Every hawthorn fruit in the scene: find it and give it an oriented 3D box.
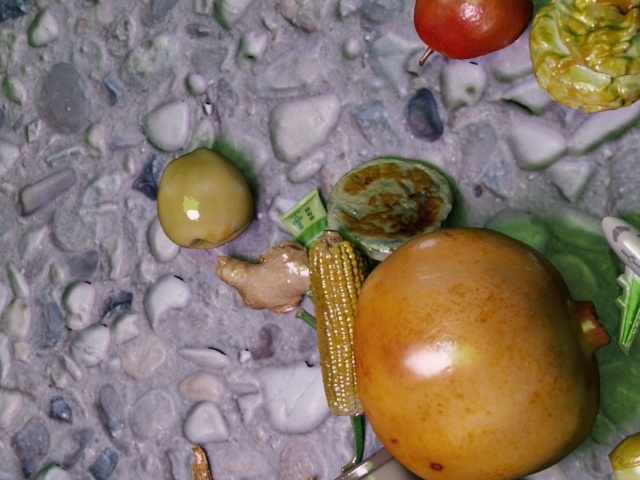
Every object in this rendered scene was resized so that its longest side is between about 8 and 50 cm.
[{"bbox_3d":[0.242,-0.380,1.549,0.225,0.196,0.196,-44,71,30],"label":"hawthorn fruit"}]

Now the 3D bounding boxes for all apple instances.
[{"bbox_3d":[-0.220,-0.073,1.714,0.200,0.200,0.200,-2,85,22],"label":"apple"}]

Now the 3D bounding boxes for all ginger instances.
[{"bbox_3d":[-0.097,0.077,1.700,0.213,0.074,0.137,-13,100,23],"label":"ginger"}]

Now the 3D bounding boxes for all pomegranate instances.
[{"bbox_3d":[0.250,0.176,1.400,0.417,0.417,0.416,-2,85,22],"label":"pomegranate"}]

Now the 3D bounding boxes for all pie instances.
[{"bbox_3d":[0.124,-0.057,1.594,0.241,0.054,0.240,-5,48,5],"label":"pie"}]

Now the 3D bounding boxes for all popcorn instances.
[{"bbox_3d":[0.439,-0.307,1.461,0.204,0.183,0.221,-37,59,3],"label":"popcorn"}]

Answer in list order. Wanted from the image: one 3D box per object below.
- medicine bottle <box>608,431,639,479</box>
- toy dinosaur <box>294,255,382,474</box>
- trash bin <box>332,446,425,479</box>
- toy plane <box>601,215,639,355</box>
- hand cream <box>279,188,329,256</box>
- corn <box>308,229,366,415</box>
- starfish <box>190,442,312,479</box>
[{"bbox_3d":[0.534,0.412,1.399,0.124,0.124,0.238,-24,77,19],"label":"medicine bottle"},{"bbox_3d":[0.102,0.172,1.626,0.301,0.087,0.447,44,84,-11],"label":"toy dinosaur"},{"bbox_3d":[0.123,0.481,1.515,0.220,0.219,0.250,-38,80,17],"label":"trash bin"},{"bbox_3d":[0.540,0.057,1.432,0.251,0.101,0.255,-46,67,13],"label":"toy plane"},{"bbox_3d":[0.000,0.000,1.687,0.095,0.046,0.175,-39,74,19],"label":"hand cream"},{"bbox_3d":[0.035,0.140,1.521,0.097,0.097,0.319,-2,98,22],"label":"corn"},{"bbox_3d":[-0.129,0.547,1.682,0.294,0.084,0.301,4,83,24],"label":"starfish"}]
